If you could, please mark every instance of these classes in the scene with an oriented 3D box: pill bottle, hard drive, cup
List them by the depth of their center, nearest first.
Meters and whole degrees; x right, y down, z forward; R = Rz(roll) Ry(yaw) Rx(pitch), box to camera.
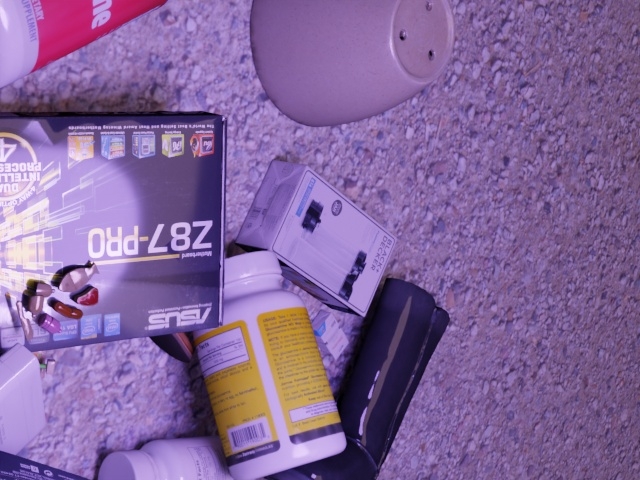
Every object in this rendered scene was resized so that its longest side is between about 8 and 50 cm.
[{"bbox_3d":[-0.496,0.305,1.323,0.353,0.047,0.233,-46,166,-31],"label":"hard drive"},{"bbox_3d":[-0.315,-0.373,1.338,0.408,0.229,0.229,-38,123,-35],"label":"pill bottle"},{"bbox_3d":[-0.092,0.195,1.646,0.188,0.188,0.333,-4,73,-46],"label":"pill bottle"},{"bbox_3d":[-0.226,0.377,1.648,0.229,0.131,0.131,7,92,-47],"label":"pill bottle"},{"bbox_3d":[0.082,-0.348,1.754,0.331,0.237,0.330,-12,107,-44],"label":"cup"}]

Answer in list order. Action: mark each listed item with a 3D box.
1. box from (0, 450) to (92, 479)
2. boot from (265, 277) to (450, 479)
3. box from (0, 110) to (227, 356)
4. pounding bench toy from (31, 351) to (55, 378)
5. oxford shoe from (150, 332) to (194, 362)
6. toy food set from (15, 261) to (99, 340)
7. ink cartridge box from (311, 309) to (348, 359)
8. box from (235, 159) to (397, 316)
[{"bbox_3d":[-0.404,0.486,1.253,0.179,0.312,0.343,29,102,-31],"label":"box"},{"bbox_3d":[0.083,0.273,1.900,0.445,0.146,0.367,-62,159,-12],"label":"boot"},{"bbox_3d":[-0.323,-0.019,1.444,0.395,0.097,0.318,-4,103,-33],"label":"box"},{"bbox_3d":[-0.413,0.167,1.444,0.065,0.083,0.052,-3,100,-47],"label":"pounding bench toy"},{"bbox_3d":[-0.244,0.102,1.621,0.076,0.076,0.212,-51,129,-35],"label":"oxford shoe"},{"bbox_3d":[-0.344,0.083,1.383,0.122,0.019,0.077,-24,113,-36],"label":"toy food set"},{"bbox_3d":[0.015,0.175,1.937,0.048,0.028,0.083,-51,130,-27],"label":"ink cartridge box"},{"bbox_3d":[0.000,0.000,1.844,0.290,0.087,0.169,38,70,-44],"label":"box"}]
